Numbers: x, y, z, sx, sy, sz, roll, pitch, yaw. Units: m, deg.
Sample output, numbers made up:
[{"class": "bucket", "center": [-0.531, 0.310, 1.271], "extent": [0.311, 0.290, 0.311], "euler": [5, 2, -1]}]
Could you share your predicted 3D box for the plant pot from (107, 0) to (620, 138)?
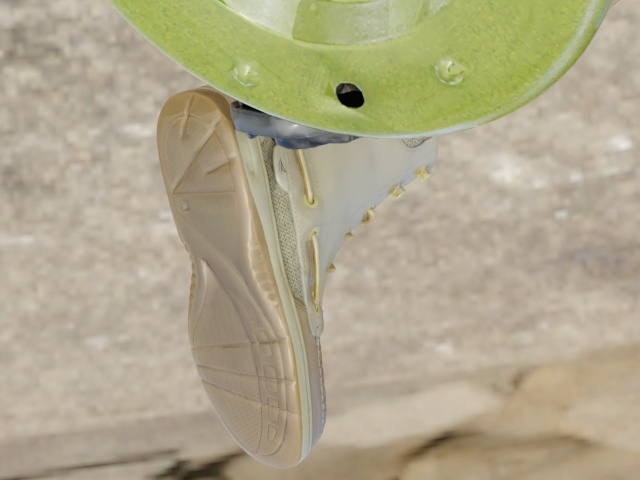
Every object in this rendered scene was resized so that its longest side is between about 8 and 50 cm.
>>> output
[{"class": "plant pot", "center": [0.056, -0.241, 0.764], "extent": [0.366, 0.353, 0.366], "euler": [16, 139, 15]}]

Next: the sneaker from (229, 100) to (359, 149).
[{"class": "sneaker", "center": [-0.033, -0.126, 0.978], "extent": [0.104, 0.147, 0.295], "euler": [11, -176, 40]}]

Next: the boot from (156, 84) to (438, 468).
[{"class": "boot", "center": [0.000, 0.000, 1.212], "extent": [0.095, 0.262, 0.203], "euler": [2, -158, 40]}]
